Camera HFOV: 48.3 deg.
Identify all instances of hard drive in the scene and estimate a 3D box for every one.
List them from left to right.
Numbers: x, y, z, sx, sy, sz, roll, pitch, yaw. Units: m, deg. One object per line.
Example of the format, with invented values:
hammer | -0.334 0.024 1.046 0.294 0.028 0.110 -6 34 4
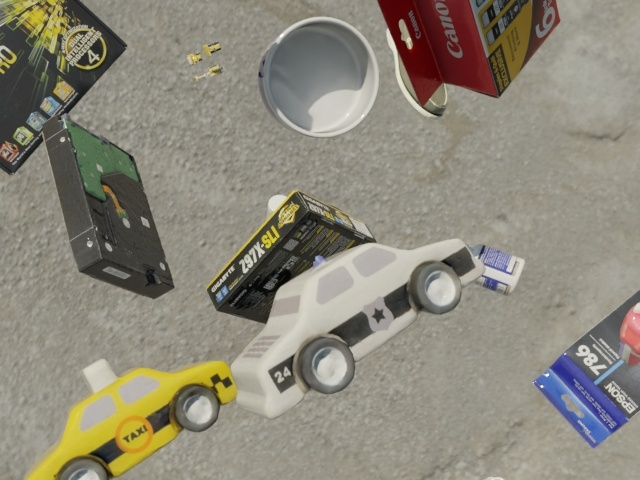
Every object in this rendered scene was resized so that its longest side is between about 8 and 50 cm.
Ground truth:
hard drive | -0.415 -0.063 1.393 0.237 0.064 0.338 37 28 -63

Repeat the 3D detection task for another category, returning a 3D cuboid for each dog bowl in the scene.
dog bowl | -0.006 -0.367 1.623 0.265 0.104 0.264 -3 101 -16

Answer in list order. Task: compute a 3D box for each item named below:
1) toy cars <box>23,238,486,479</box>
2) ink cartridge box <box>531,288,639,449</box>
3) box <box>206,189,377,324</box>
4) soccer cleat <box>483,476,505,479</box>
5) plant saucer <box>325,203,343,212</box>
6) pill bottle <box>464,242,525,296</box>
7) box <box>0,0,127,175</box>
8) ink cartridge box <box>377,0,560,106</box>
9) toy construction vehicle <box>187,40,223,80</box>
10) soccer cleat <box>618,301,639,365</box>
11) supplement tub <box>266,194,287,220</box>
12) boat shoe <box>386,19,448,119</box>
toy cars | -0.073 0.086 0.527 0.087 0.394 0.176 60 18 -3
ink cartridge box | 0.574 0.217 1.320 0.333 0.065 0.165 -38 66 -8
box | -0.064 0.057 1.628 0.257 0.322 0.079 22 28 -48
soccer cleat | 0.371 0.559 1.509 0.116 0.143 0.331 22 3 17
plant saucer | 0.000 0.000 1.810 0.200 0.037 0.199 2 80 -11
pill bottle | 0.454 0.072 1.957 0.187 0.112 0.112 22 46 14
box | -0.671 -0.391 1.547 0.395 0.097 0.318 -49 117 -6
ink cartridge box | 0.245 -0.397 1.167 0.271 0.130 0.309 -51 138 -14
toy construction vehicle | -0.310 -0.491 1.958 0.098 0.035 0.085 -22 112 -9
soccer cleat | 0.513 0.096 0.985 0.248 0.095 0.083 -20 50 -20
supplement tub | -0.123 -0.075 2.094 0.071 0.107 0.071 5 56 -7
boat shoe | 0.231 -0.409 1.622 0.109 0.091 0.304 9 53 -32
